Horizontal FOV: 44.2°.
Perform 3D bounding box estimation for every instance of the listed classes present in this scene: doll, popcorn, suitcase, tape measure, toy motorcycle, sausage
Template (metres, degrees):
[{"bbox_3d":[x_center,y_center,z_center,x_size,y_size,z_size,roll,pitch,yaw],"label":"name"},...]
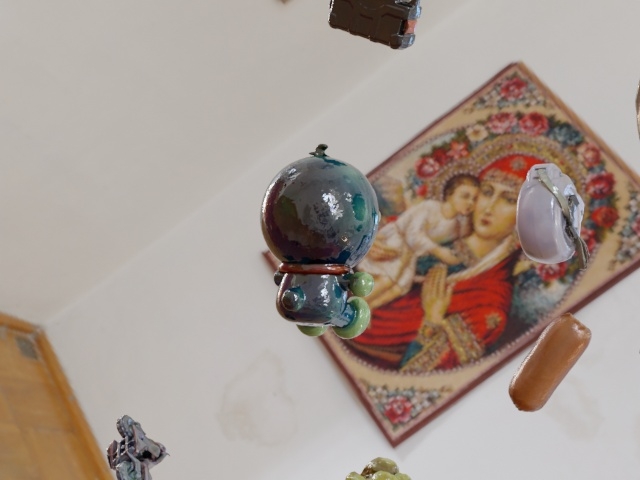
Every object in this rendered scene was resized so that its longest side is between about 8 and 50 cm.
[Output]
[{"bbox_3d":[-0.001,0.000,1.292,0.186,0.199,0.321,10,76,-57],"label":"doll"},{"bbox_3d":[0.153,0.741,2.138,0.276,0.226,0.276,1,89,-54],"label":"popcorn"},{"bbox_3d":[0.129,-0.562,1.646,0.206,0.285,0.066,27,31,28],"label":"suitcase"},{"bbox_3d":[0.453,-0.042,1.523,0.196,0.105,0.178,34,63,-51],"label":"tape measure"},{"bbox_3d":[-0.346,0.423,1.495,0.122,0.082,0.213,48,6,-24],"label":"toy motorcycle"},{"bbox_3d":[0.403,0.219,1.399,0.076,0.197,0.076,29,14,-8],"label":"sausage"}]

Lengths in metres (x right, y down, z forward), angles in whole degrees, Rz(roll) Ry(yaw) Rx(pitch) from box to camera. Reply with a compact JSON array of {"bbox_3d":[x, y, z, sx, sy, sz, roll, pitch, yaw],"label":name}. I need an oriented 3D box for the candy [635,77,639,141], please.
[{"bbox_3d":[0.633,-0.185,1.140,0.427,0.186,0.386,-137,-139,-57],"label":"candy"}]
